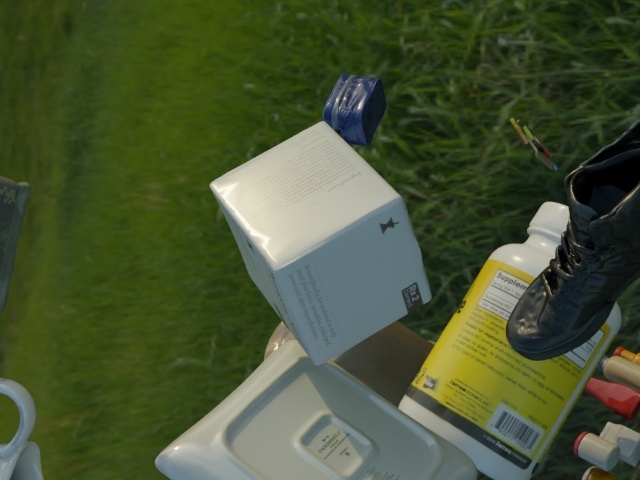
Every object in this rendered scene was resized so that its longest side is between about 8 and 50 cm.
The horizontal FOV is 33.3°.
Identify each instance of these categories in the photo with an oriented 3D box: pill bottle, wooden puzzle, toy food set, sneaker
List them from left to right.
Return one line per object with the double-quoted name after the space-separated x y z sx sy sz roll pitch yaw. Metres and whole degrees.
0.258 0.127 1.353 0.188 0.188 0.334 28 84 47 "pill bottle"
0.334 -0.150 1.651 0.014 0.116 0.079 -36 63 20 "wooden puzzle"
0.149 -0.007 0.570 0.170 0.089 0.051 -40 42 20 "sneaker"
0.425 0.254 1.571 0.104 0.111 0.232 25 75 40 "toy food set"

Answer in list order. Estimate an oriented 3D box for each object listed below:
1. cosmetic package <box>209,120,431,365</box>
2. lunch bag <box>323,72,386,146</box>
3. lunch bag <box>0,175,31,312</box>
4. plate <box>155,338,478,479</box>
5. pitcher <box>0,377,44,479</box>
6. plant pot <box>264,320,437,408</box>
0.000 0.000 1.147 0.184 0.151 0.151 50 166 49 "cosmetic package"
0.041 -0.173 1.438 0.065 0.098 0.067 11 143 22 "lunch bag"
-0.484 -0.010 1.158 0.287 0.235 0.169 -8 70 52 "lunch bag"
0.012 0.233 1.148 0.278 0.277 0.045 34 127 15 "plate"
-0.368 0.215 1.036 0.207 0.125 0.178 3 97 12 "pitcher"
0.063 0.241 1.767 0.323 0.323 0.280 11 147 51 "plant pot"
